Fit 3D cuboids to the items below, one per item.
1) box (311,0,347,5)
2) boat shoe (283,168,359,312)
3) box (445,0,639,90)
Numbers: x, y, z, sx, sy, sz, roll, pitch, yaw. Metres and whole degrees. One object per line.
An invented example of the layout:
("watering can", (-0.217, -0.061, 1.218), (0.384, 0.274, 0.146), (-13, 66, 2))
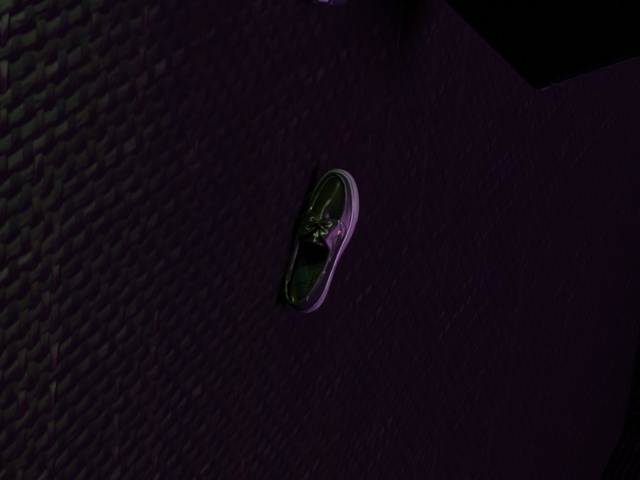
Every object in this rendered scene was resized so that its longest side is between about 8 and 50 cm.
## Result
("box", (0.021, -0.241, 1.725), (0.067, 0.018, 0.083), (-52, 169, 15))
("boat shoe", (0.000, 0.000, 1.833), (0.040, 0.049, 0.142), (20, 85, -72))
("box", (0.321, -0.378, 1.924), (0.395, 0.212, 0.293), (-53, -164, -19))
